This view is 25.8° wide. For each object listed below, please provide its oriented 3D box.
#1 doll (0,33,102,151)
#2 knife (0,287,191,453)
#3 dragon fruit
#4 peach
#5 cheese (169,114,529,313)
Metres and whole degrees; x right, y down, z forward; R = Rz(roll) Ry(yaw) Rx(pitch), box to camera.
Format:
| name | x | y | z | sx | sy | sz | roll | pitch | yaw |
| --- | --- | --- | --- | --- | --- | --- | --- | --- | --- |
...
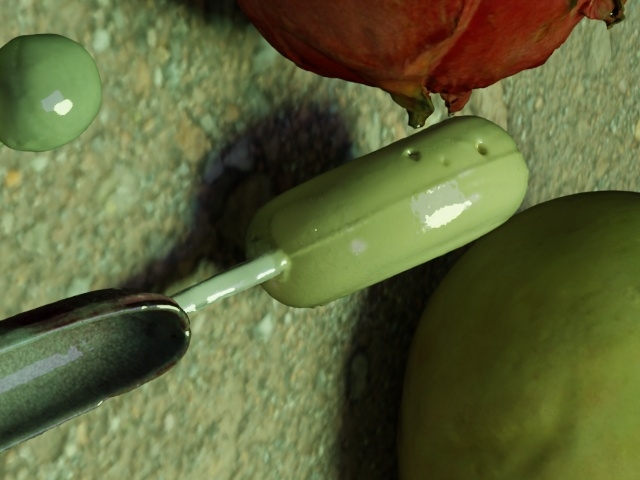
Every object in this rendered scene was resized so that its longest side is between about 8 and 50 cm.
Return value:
| name | x | y | z | sx | sy | sz | roll | pitch | yaw |
| --- | --- | --- | --- | --- | --- | --- | --- | --- | --- |
| doll | -0.195 | -0.012 | 0.455 | 0.275 | 0.113 | 0.155 | -45 | 122 | -30 |
| knife | -0.159 | 0.073 | 0.421 | 0.278 | 0.053 | 0.123 | -32 | 137 | -35 |
| dragon fruit | 0.042 | -0.187 | 0.636 | 0.252 | 0.241 | 0.241 | 91 | 23 | -66 |
| peach | 0.173 | 0.117 | 0.871 | 0.292 | 0.247 | 0.292 | -24 | 139 | -23 |
| cheese | 0.000 | 0.000 | 0.715 | 0.227 | 0.137 | 0.064 | -23 | 88 | -28 |
